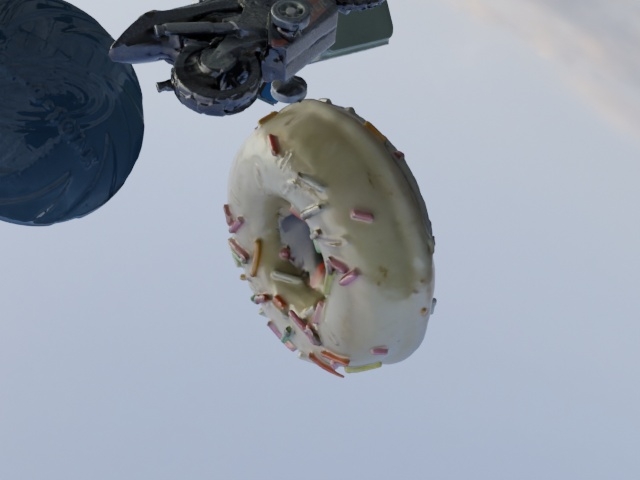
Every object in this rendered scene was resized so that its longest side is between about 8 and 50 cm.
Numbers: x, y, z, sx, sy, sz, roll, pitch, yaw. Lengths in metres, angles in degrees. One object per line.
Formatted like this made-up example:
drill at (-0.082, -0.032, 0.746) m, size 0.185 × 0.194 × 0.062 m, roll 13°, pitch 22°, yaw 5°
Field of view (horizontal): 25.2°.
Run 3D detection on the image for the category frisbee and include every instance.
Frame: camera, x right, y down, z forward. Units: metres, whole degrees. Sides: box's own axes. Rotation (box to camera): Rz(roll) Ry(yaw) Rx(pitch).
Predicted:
frisbee at (-0.336, -0.160, 1.687) m, size 0.289 × 0.289 × 0.049 m, roll 19°, pitch 161°, yaw -25°

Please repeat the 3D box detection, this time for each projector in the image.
projector at (0.011, -0.457, 2.612) m, size 0.108 × 0.250 × 0.198 m, roll -7°, pitch -170°, yaw 45°

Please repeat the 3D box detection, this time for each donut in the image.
donut at (0.000, 0.000, 1.895) m, size 0.142 × 0.383 × 0.382 m, roll -21°, pitch -131°, yaw -29°

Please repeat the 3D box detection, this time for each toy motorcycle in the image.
toy motorcycle at (-0.067, -0.236, 1.501) m, size 0.173 × 0.108 × 0.307 m, roll 33°, pitch -128°, yaw 24°

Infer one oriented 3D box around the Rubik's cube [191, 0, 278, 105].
Rubik's cube at (-0.122, -0.323, 2.253) m, size 0.151 × 0.154 × 0.155 m, roll 21°, pitch -170°, yaw -30°
